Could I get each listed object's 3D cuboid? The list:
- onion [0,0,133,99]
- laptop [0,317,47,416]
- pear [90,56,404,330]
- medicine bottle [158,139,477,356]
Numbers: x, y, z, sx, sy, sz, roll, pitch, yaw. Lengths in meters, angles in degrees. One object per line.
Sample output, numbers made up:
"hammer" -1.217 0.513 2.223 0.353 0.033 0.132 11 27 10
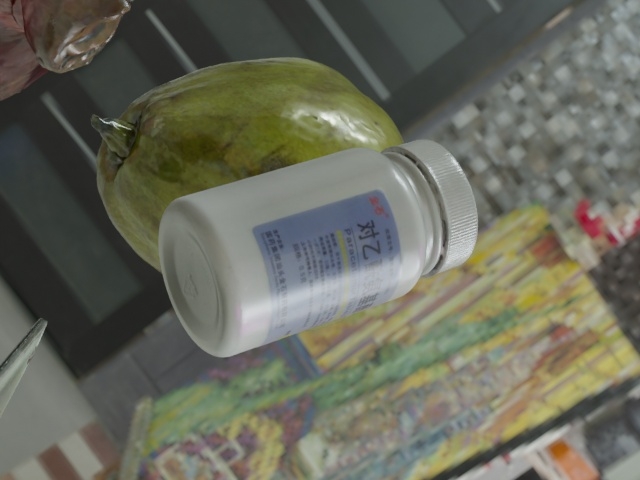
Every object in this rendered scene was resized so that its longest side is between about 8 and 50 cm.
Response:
"onion" -0.224 -0.203 0.815 0.385 0.348 0.348 39 0 34
"laptop" -0.247 0.171 0.815 0.015 0.188 0.269 32 30 -2
"pear" -0.070 -0.054 1.406 0.375 0.287 0.287 21 27 -33
"medicine bottle" 0.000 0.000 0.880 0.103 0.186 0.103 38 -43 48
